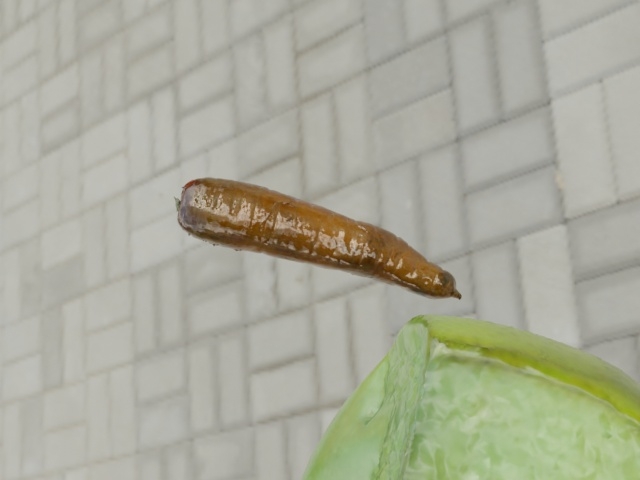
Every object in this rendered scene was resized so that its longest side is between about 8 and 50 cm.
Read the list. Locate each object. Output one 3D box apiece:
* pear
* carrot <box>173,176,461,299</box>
[{"bbox_3d":[0.092,0.222,0.812,0.318,0.238,0.342,-169,95,-84],"label":"pear"},{"bbox_3d":[0.000,0.000,1.079,0.059,0.248,0.059,-163,90,-86],"label":"carrot"}]
